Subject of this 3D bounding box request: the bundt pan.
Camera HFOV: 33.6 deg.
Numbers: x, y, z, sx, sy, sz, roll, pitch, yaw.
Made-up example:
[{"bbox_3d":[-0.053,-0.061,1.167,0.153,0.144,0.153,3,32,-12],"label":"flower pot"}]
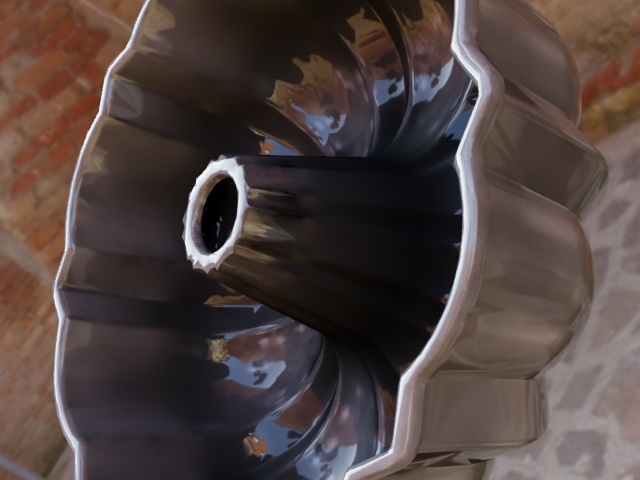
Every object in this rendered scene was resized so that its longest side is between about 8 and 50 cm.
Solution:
[{"bbox_3d":[0.000,0.000,0.503,0.331,0.124,0.331,-23,60,48],"label":"bundt pan"}]
